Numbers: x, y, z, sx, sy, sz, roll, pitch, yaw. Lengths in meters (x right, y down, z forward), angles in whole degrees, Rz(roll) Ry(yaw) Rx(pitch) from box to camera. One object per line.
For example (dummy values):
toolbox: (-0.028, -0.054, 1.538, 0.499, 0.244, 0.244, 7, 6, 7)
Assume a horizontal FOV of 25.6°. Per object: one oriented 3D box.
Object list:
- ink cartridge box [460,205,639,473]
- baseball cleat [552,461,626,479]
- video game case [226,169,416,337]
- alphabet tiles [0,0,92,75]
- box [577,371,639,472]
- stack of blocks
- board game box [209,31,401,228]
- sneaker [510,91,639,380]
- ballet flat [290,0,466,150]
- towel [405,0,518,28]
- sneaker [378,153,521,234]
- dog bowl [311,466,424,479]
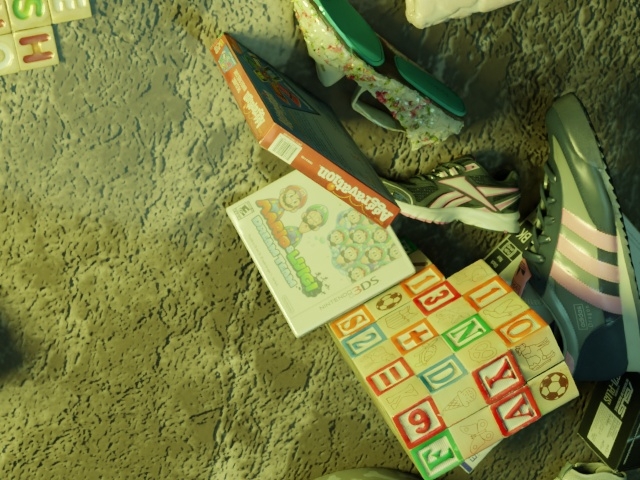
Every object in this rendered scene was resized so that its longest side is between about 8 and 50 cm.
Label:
ink cartridge box: (0.228, 0.094, 1.596, 0.332, 0.065, 0.165, -44, 116, 2)
baseball cleat: (0.359, 0.343, 1.728, 0.206, 0.072, 0.109, 37, 91, -29)
video game case: (0.000, 0.000, 1.472, 0.143, 0.019, 0.157, -29, 80, -3)
alphabet tiles: (-0.327, -0.269, 1.326, 0.198, 0.009, 0.237, -13, 113, -11)
box: (0.399, 0.167, 1.630, 0.147, 0.077, 0.180, -5, 124, -30)
stack of blocks: (0.116, 0.101, 1.436, 0.171, 0.297, 0.087, -30, 116, -4)
board game box: (-0.021, -0.110, 1.323, 0.145, 0.281, 0.027, 34, 102, -24)
sneaker: (0.256, 0.008, 1.482, 0.131, 0.112, 0.319, -13, 106, 8)
ballet flat: (0.046, -0.170, 1.434, 0.241, 0.091, 0.077, 38, 119, -21)
towel: (0.215, -0.403, 1.404, 0.331, 0.053, 0.317, -18, 114, -9)
sneaker: (0.138, -0.058, 1.518, 0.178, 0.072, 0.077, 8, 97, -27)
dog bowl: (0.048, 0.422, 1.652, 0.348, 0.102, 0.349, -5, 112, -13)
